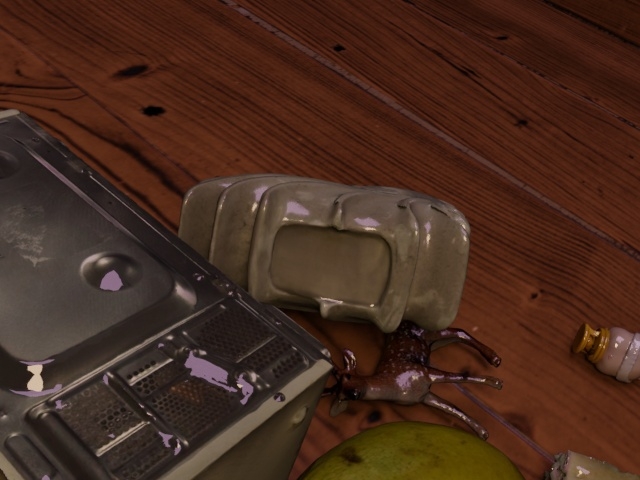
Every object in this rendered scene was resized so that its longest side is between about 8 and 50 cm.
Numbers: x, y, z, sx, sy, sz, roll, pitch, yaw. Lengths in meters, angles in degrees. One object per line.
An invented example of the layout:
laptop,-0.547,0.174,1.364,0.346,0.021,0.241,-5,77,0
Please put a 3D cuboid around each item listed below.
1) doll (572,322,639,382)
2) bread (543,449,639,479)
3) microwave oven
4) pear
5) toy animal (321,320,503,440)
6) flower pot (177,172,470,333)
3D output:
doll,0.426,0.159,0.975,0.127,0.073,0.084,22,8,8
bread,0.303,0.313,0.753,0.232,0.064,0.172,-10,46,-31
microwave oven,-0.226,0.125,0.584,0.394,0.332,0.247,37,39,22
pear,0.082,0.269,0.612,0.269,0.212,0.212,22,31,-40
toy animal,0.092,0.159,0.860,0.260,0.087,0.243,17,25,6
flower pot,0.000,0.000,0.880,0.368,0.164,0.254,9,15,3
